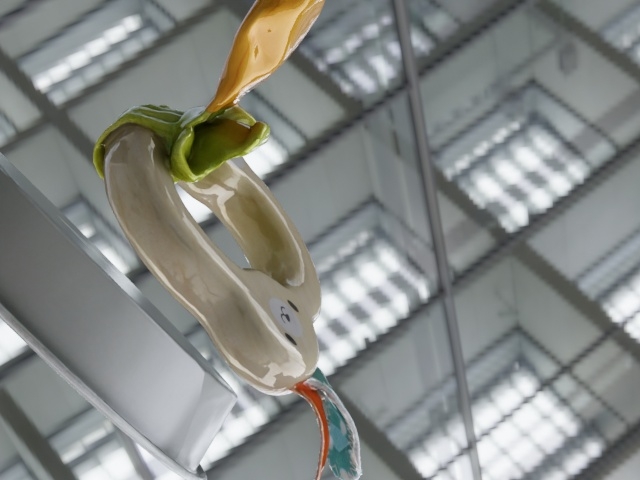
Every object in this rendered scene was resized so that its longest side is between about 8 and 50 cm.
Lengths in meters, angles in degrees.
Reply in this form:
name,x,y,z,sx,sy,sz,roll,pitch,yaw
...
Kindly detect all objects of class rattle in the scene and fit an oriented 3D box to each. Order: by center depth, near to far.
name,x,y,z,sx,sy,sz,roll,pitch,yaw
rattle,0.000,0.000,0.761,0.142,0.130,0.200,-33,-117,4

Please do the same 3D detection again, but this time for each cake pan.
name,x,y,z,sx,sy,sz,roll,pitch,yaw
cake pan,-0.153,0.020,0.986,0.054,0.293,0.293,-45,-122,-4
